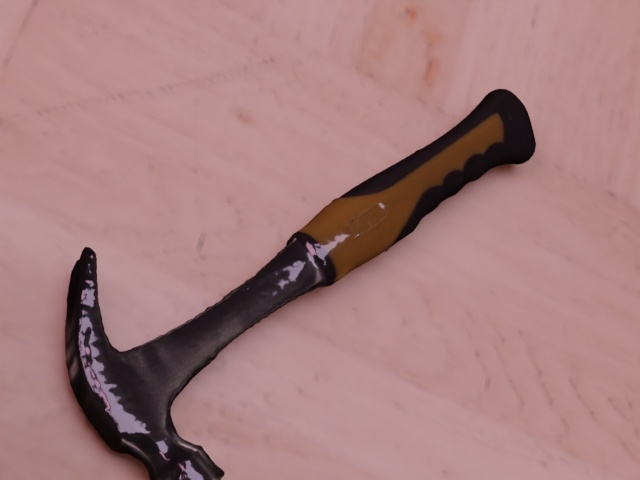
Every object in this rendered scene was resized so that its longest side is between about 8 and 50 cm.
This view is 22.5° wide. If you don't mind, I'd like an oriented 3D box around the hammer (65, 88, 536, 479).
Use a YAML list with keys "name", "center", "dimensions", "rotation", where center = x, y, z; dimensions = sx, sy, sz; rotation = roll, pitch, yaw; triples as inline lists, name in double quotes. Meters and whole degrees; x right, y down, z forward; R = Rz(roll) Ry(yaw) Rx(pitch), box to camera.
- name: "hammer"
  center: [0.000, 0.000, 0.513]
  dimensions: [0.201, 0.021, 0.078]
  rotation: [-36, 83, -35]
